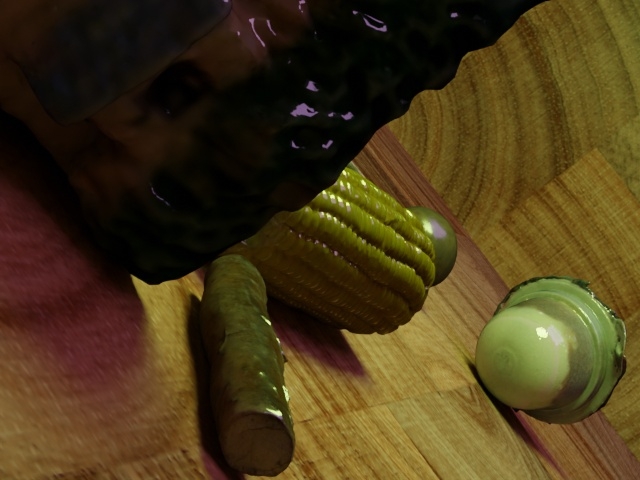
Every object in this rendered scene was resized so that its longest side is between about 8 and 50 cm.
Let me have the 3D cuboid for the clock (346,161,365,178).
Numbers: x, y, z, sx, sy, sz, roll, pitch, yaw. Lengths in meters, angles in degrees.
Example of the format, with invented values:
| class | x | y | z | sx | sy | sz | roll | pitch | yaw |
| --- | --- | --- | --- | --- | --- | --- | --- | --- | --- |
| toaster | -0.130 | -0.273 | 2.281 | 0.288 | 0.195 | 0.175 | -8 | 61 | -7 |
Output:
| class | x | y | z | sx | sy | sz | roll | pitch | yaw |
| --- | --- | --- | --- | --- | --- | --- | --- | --- | --- |
| clock | -0.015 | -0.060 | 1.556 | 0.202 | 0.096 | 0.143 | 51 | 6 | -13 |

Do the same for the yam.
| class | x | y | z | sx | sy | sz | roll | pitch | yaw |
| --- | --- | --- | --- | --- | --- | --- | --- | --- | --- |
| yam | -0.048 | 0.072 | 0.992 | 0.057 | 0.057 | 0.241 | 49 | 8 | -22 |

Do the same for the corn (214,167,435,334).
| class | x | y | z | sx | sy | sz | roll | pitch | yaw |
| --- | --- | --- | --- | --- | --- | --- | --- | --- | --- |
| corn | 0.000 | 0.000 | 1.301 | 0.131 | 0.131 | 0.344 | 56 | 12 | 22 |

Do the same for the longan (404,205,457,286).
| class | x | y | z | sx | sy | sz | roll | pitch | yaw |
| --- | --- | --- | --- | --- | --- | --- | --- | --- | --- |
| longan | 0.123 | 0.012 | 2.001 | 0.106 | 0.106 | 0.119 | 53 | -33 | 7 |

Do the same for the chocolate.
| class | x | y | z | sx | sy | sz | roll | pitch | yaw |
| --- | --- | --- | --- | --- | --- | --- | --- | --- | --- |
| chocolate | 0.284 | 0.153 | 2.032 | 0.221 | 0.221 | 0.147 | 54 | 28 | 13 |

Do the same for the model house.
| class | x | y | z | sx | sy | sz | roll | pitch | yaw |
| --- | --- | --- | --- | --- | --- | --- | --- | --- | --- |
| model house | -0.094 | -0.287 | 0.923 | 0.400 | 0.445 | 0.395 | 46 | 13 | -47 |
